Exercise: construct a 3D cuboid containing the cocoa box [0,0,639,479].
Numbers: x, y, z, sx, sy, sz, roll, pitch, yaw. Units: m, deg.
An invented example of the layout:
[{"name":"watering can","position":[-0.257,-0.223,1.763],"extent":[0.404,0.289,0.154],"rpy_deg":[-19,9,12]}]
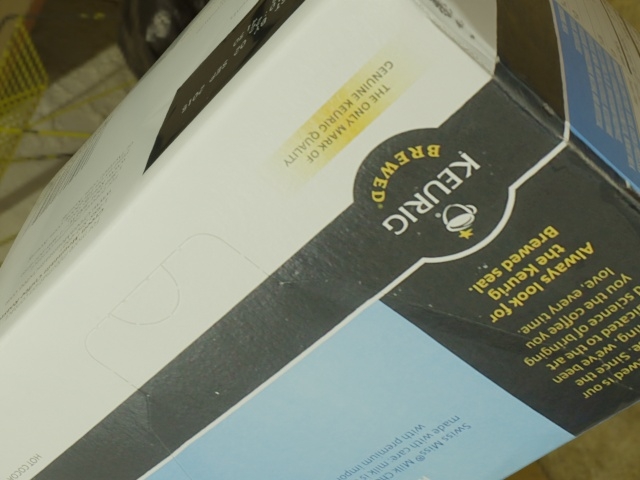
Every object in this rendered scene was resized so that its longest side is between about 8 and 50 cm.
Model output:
[{"name":"cocoa box","position":[0.000,0.000,0.513],"extent":[0.347,0.228,0.231],"rpy_deg":[-41,24,31]}]
